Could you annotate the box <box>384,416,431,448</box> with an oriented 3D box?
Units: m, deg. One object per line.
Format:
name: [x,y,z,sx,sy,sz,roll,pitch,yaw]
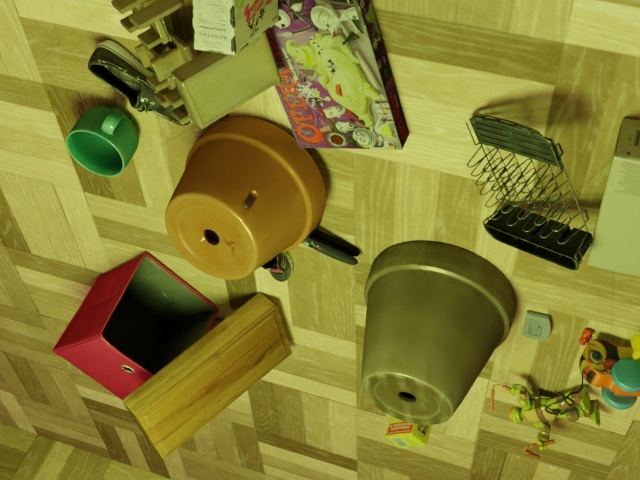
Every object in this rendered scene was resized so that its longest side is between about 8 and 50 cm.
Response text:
box: [0.223,0.360,2.052,0.087,0.232,0.058,-17,131,44]

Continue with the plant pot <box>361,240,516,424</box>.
plant pot: [0.213,0.210,1.829,0.323,0.280,0.323,16,145,12]

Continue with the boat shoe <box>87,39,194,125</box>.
boat shoe: [-0.337,-0.281,1.684,0.228,0.076,0.080,40,142,-21]

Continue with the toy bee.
toy bee: [0.593,0.246,1.796,0.298,0.162,0.195,8,141,-22]

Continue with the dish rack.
dish rack: [0.336,-0.087,1.490,0.208,0.074,0.271,25,155,48]

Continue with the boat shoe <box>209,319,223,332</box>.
boat shoe: [-0.220,0.275,2.344,0.170,0.059,0.063,32,144,-12]

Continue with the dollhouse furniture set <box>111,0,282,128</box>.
dollhouse furniture set: [-0.204,-0.317,1.515,0.242,0.161,0.212,44,161,41]

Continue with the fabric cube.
fabric cube: [-0.465,0.228,2.253,0.254,0.259,0.258,42,142,-25]

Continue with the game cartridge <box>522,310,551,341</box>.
game cartridge: [0.456,0.180,1.877,0.056,0.017,0.083,16,144,17]

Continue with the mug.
mug: [-0.424,-0.209,1.806,0.157,0.097,0.129,-6,134,34]

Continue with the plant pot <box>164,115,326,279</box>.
plant pot: [-0.162,-0.064,1.709,0.291,0.203,0.291,17,132,19]

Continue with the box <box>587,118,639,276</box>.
box: [0.517,-0.063,1.462,0.113,0.094,0.275,14,144,15]

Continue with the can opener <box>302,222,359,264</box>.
can opener: [0.000,0.000,1.867,0.186,0.059,0.073,33,143,-12]

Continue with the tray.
tray: [-0.258,0.325,2.143,0.076,0.411,0.203,36,155,34]

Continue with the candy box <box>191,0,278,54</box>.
candy box: [-0.123,-0.391,1.300,0.070,0.165,0.196,12,125,17]

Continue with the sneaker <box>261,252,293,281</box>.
sneaker: [-0.107,0.045,1.972,0.063,0.075,0.170,11,143,18]

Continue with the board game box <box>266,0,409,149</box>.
board game box: [0.011,-0.293,1.499,0.208,0.056,0.347,7,142,29]

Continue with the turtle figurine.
turtle figurine: [0.525,0.399,2.058,0.217,0.087,0.269,-14,122,31]
